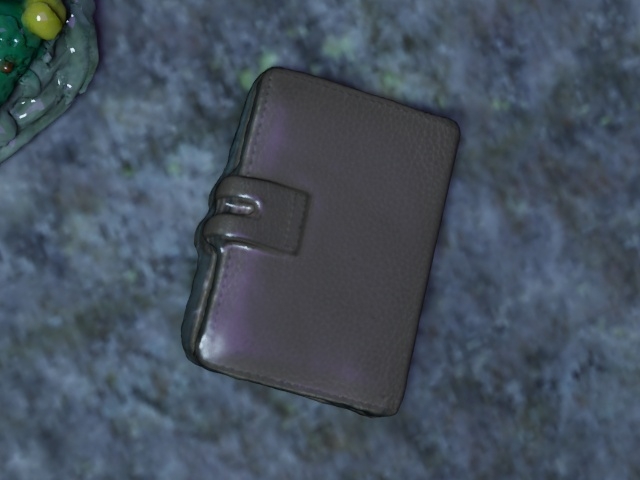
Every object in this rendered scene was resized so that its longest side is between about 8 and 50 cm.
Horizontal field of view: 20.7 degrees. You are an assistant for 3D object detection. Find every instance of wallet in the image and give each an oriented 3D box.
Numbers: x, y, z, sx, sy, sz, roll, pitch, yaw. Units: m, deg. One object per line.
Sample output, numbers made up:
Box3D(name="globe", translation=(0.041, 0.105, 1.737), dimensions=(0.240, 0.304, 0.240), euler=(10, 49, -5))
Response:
Box3D(name="wallet", translation=(0.000, 0.000, 0.835), dimensions=(0.118, 0.039, 0.152), euler=(19, 79, -19))

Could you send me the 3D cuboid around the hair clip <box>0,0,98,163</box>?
Box3D(name="hair clip", translation=(-0.224, -0.167, 0.737), dimensions=(0.138, 0.091, 0.321), euler=(-41, 100, -12))
